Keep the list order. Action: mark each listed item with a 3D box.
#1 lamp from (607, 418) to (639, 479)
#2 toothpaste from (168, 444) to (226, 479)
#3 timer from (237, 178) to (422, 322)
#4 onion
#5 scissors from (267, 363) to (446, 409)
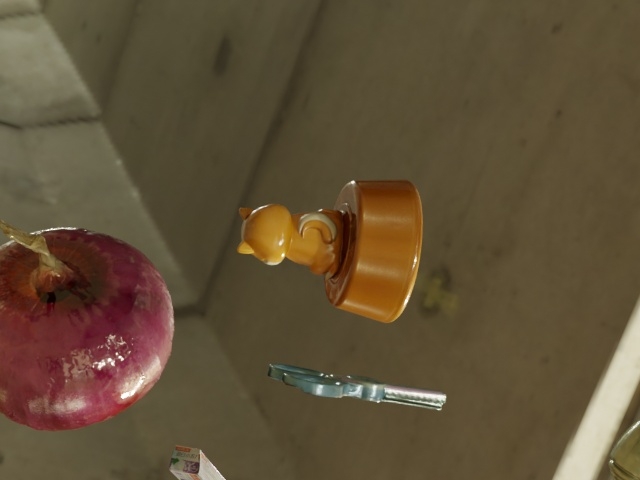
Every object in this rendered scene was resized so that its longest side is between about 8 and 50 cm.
[{"bbox_3d":[0.400,0.218,1.564,0.106,0.193,0.106,24,-175,-2],"label":"lamp"},{"bbox_3d":[-0.159,0.338,1.924,0.047,0.040,0.196,6,155,17],"label":"toothpaste"},{"bbox_3d":[0.000,0.000,1.231,0.152,0.132,0.132,8,-163,-13],"label":"timer"},{"bbox_3d":[-0.407,0.128,2.227,0.358,0.345,0.358,14,-123,-22],"label":"onion"},{"bbox_3d":[0.057,0.202,1.880,0.256,0.030,0.125,11,-178,-23],"label":"scissors"}]
